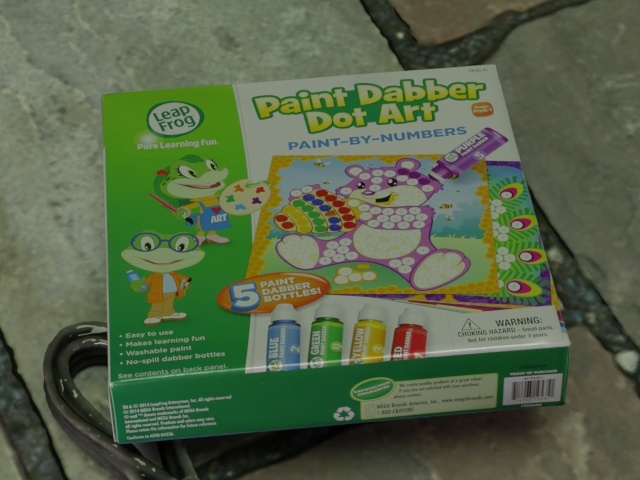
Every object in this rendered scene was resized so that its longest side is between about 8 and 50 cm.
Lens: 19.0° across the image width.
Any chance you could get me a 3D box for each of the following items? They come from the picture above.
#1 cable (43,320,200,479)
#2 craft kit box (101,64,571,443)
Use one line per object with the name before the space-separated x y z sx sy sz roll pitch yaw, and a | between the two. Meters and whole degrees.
cable | -0.073 0.146 1.013 0.139 0.072 0.287 -12 55 -5
craft kit box | 0.000 0.000 1.105 0.250 0.061 0.246 -5 41 -4
